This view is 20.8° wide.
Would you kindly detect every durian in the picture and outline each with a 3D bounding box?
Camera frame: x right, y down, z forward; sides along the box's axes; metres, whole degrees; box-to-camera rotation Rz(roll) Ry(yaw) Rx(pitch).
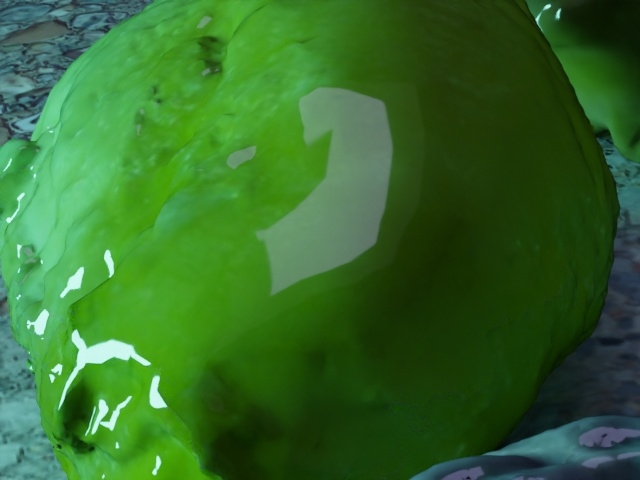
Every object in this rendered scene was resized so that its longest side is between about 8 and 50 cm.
[{"bbox_3d":[0.000,0.000,0.712,0.255,0.204,0.340,-22,36,1],"label":"durian"}]

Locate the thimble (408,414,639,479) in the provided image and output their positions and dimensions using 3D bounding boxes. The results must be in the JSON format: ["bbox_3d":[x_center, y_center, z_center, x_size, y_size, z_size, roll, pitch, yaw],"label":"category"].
[{"bbox_3d":[0.096,0.159,0.384,0.205,0.172,0.236,-21,28,-21],"label":"thimble"}]

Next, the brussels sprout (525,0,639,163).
[{"bbox_3d":[0.150,-0.174,0.974,0.316,0.243,0.274,5,53,31],"label":"brussels sprout"}]
